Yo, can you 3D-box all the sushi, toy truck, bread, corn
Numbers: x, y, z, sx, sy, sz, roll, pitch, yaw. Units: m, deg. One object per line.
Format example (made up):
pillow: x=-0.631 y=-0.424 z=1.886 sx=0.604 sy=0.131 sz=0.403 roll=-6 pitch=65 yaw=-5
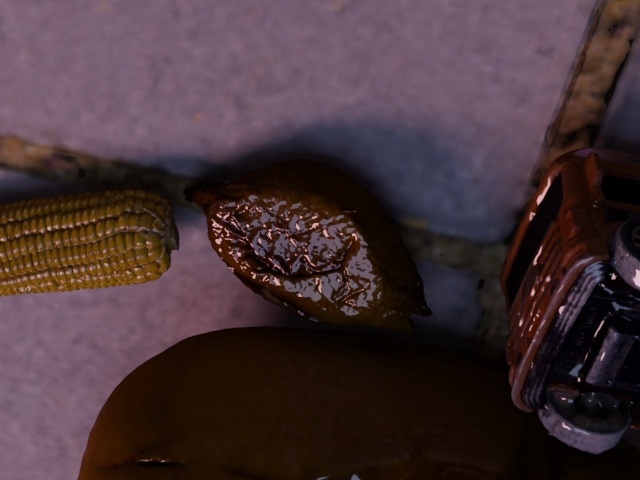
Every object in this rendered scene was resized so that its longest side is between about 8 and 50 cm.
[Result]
sushi: x=0.000 y=0.000 z=0.712 sx=0.099 sy=0.047 sz=0.050 roll=38 pitch=108 yaw=-4
toy truck: x=0.159 y=0.025 z=0.699 sx=0.192 sy=0.092 sz=0.083 roll=9 pitch=127 yaw=-15
bread: x=0.034 y=0.136 z=0.720 sx=0.269 sy=0.195 sz=0.143 roll=20 pitch=134 yaw=-9
corn: x=-0.097 y=0.002 z=0.720 sx=0.092 sy=0.037 sz=0.037 roll=-7 pitch=126 yaw=5
